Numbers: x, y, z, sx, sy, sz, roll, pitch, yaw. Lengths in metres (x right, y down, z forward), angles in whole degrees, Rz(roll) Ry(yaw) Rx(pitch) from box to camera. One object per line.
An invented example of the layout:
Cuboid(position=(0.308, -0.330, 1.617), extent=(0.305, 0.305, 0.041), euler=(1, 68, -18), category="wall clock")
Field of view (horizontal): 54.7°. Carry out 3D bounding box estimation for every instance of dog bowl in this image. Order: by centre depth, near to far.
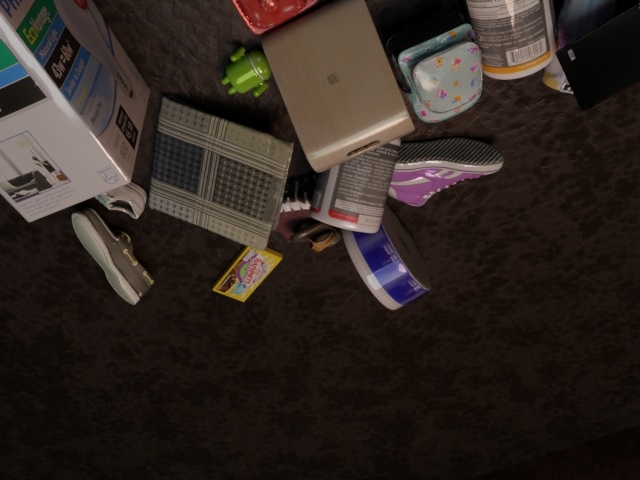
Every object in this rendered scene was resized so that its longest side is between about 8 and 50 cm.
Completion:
Cuboid(position=(0.165, 0.032, 1.540), extent=(0.104, 0.265, 0.265), euler=(-31, 128, 17), category="dog bowl")

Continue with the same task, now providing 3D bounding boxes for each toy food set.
Cuboid(position=(0.035, -0.319, 1.243), extent=(0.219, 0.092, 0.306), euler=(-22, 93, 13), category="toy food set")

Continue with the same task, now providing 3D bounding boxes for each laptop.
Cuboid(position=(0.586, -0.424, 1.215), extent=(0.136, 0.265, 0.234), euler=(10, 168, 37), category="laptop")

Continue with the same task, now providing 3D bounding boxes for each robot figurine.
Cuboid(position=(-0.151, -0.353, 1.295), extent=(0.115, 0.067, 0.101), euler=(-25, 117, 16), category="robot figurine")

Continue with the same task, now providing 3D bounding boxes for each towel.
Cuboid(position=(-0.232, -0.149, 1.425), extent=(0.324, 0.056, 0.312), euler=(22, 126, 5), category="towel")

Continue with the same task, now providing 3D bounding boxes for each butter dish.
Cuboid(position=(-0.097, -0.466, 1.164), extent=(0.160, 0.118, 0.160), euler=(-23, 129, 15), category="butter dish")

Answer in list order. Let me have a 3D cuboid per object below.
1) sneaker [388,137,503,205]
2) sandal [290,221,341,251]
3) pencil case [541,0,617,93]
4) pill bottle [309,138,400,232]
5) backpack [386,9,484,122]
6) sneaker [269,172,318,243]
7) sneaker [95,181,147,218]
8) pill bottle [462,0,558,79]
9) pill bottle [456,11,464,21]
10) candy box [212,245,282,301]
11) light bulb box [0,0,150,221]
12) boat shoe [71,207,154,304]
Cuboid(position=(0.292, -0.158, 1.501), extent=(0.281, 0.102, 0.161), euler=(1, 136, 8), category="sneaker")
Cuboid(position=(0.000, 0.000, 1.562), extent=(0.090, 0.060, 0.219), euler=(-30, 163, 14), category="sandal")
Cuboid(position=(0.528, -0.438, 1.249), extent=(0.113, 0.124, 0.273), euler=(24, 136, 26), category="pencil case")
Cuboid(position=(0.083, -0.171, 1.353), extent=(0.161, 0.161, 0.284), euler=(11, 100, -15), category="pill bottle")
Cuboid(position=(0.238, -0.328, 1.220), extent=(0.165, 0.144, 0.188), euler=(-25, 138, 4), category="backpack")
Cuboid(position=(-0.042, -0.072, 1.549), extent=(0.281, 0.107, 0.163), euler=(-7, 140, 13), category="sneaker")
Cuboid(position=(-0.509, -0.120, 1.451), extent=(0.212, 0.094, 0.080), euler=(27, 126, -26), category="sneaker")
Cuboid(position=(0.356, -0.465, 1.183), extent=(0.162, 0.162, 0.279), euler=(-19, 130, 11), category="pill bottle")
Cuboid(position=(0.283, -0.408, 1.288), extent=(0.067, 0.067, 0.120), euler=(-17, 131, 10), category="pill bottle")
Cuboid(position=(-0.204, 0.087, 1.712), extent=(0.105, 0.027, 0.206), euler=(23, 126, -28), category="candy box")
Cuboid(position=(-0.513, -0.298, 1.114), extent=(0.225, 0.358, 0.361), euler=(-20, 132, 10), category="light bulb box")
Cuboid(position=(-0.527, 0.030, 1.587), extent=(0.109, 0.091, 0.305), euler=(17, 140, 39), category="boat shoe")
